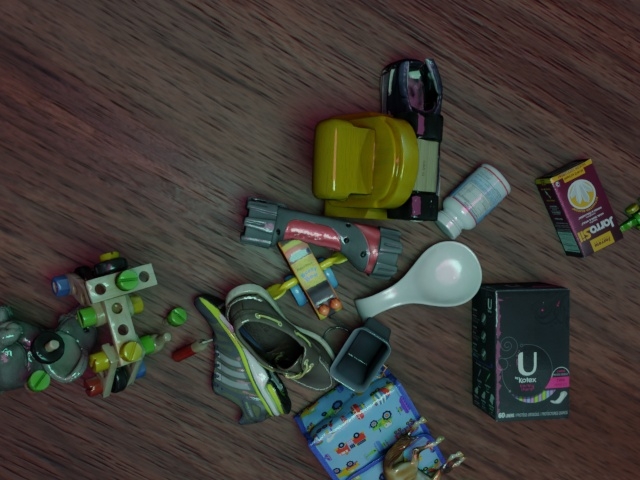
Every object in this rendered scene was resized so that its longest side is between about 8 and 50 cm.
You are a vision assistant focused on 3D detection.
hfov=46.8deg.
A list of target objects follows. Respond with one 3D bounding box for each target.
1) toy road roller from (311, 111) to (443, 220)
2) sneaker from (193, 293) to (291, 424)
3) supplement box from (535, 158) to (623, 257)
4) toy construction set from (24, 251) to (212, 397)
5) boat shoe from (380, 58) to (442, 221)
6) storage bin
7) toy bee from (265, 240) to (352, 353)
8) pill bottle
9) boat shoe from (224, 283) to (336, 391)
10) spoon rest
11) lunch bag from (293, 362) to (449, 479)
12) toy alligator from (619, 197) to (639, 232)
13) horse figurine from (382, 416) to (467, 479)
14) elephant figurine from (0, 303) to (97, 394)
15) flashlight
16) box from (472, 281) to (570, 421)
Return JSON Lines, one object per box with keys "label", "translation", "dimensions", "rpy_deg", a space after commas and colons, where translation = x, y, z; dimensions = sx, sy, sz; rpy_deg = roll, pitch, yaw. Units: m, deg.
{"label": "toy road roller", "translation": [0.061, -0.144, 1.379], "dimensions": [0.240, 0.329, 0.203], "rpy_deg": [2, 92, -35]}
{"label": "sneaker", "translation": [-0.181, 0.247, 1.497], "dimensions": [0.121, 0.111, 0.300], "rpy_deg": [-31, 91, 3]}
{"label": "supplement box", "translation": [0.556, -0.069, 1.592], "dimensions": [0.104, 0.081, 0.188], "rpy_deg": [-26, 96, -6]}
{"label": "toy construction set", "translation": [-0.340, 0.151, 1.353], "dimensions": [0.308, 0.237, 0.258], "rpy_deg": [16, 62, -33]}
{"label": "boat shoe", "translation": [0.190, -0.205, 1.498], "dimensions": [0.127, 0.158, 0.341], "rpy_deg": [-10, 94, -7]}
{"label": "storage bin", "translation": [0.095, 0.227, 1.498], "dimensions": [0.098, 0.091, 0.135], "rpy_deg": [31, 115, 4]}
{"label": "toy bee", "translation": [0.001, 0.088, 1.485], "dimensions": [0.298, 0.162, 0.195], "rpy_deg": [41, 85, -7]}
{"label": "pill bottle", "translation": [0.316, -0.080, 1.556], "dimensions": [0.160, 0.087, 0.087], "rpy_deg": [-43, 97, -3]}
{"label": "boat shoe", "translation": [-0.068, 0.216, 1.452], "dimensions": [0.116, 0.097, 0.324], "rpy_deg": [-31, 126, 13]}
{"label": "spoon rest", "translation": [0.209, 0.097, 1.547], "dimensions": [0.276, 0.084, 0.137], "rpy_deg": [-23, 84, -5]}
{"label": "lunch bag", "translation": [0.118, 0.439, 1.549], "dimensions": [0.220, 0.138, 0.293], "rpy_deg": [-34, 110, -6]}
{"label": "toy alligator", "translation": [0.741, -0.079, 1.631], "dimensions": [0.189, 0.051, 0.056], "rpy_deg": [-36, 97, -5]}
{"label": "horse figurine", "translation": [0.198, 0.465, 1.491], "dimensions": [0.174, 0.066, 0.263], "rpy_deg": [-45, 126, -2]}
{"label": "elephant figurine", "translation": [-0.511, 0.206, 1.434], "dimensions": [0.239, 0.169, 0.186], "rpy_deg": [7, 121, -23]}
{"label": "flashlight", "translation": [0.000, 0.000, 1.416], "dimensions": [0.303, 0.103, 0.103], "rpy_deg": [10, 104, -10]}
{"label": "box", "translation": [0.419, 0.228, 1.555], "dimensions": [0.165, 0.143, 0.271], "rpy_deg": [-2, 92, -8]}
